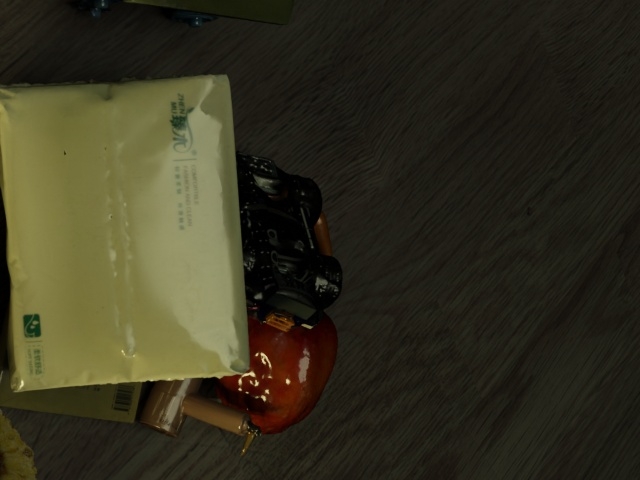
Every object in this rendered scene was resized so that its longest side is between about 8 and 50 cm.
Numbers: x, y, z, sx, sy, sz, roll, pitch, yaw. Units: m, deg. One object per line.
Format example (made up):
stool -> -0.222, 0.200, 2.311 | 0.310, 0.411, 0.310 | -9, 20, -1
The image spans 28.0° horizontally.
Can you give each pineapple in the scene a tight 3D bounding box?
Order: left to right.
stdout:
pineapple -> -0.424, 0.267, 1.573 | 0.221, 0.047, 0.221 | 51, 17, -22

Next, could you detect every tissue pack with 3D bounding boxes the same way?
tissue pack -> -0.252, -0.015, 1.600 | 0.297, 0.207, 0.380 | -6, 93, -13

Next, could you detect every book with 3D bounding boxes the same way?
book -> -0.334, 0.159, 1.741 | 0.231, 0.026, 0.161 | 17, 82, -45

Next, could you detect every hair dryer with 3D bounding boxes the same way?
hair dryer -> -0.159, 0.237, 1.819 | 0.117, 0.182, 0.064 | -66, 156, -16

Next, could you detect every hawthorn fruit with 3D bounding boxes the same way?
hawthorn fruit -> -0.073, 0.195, 1.888 | 0.189, 0.189, 0.251 | 24, 73, -44

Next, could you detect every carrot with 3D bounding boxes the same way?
carrot -> 0.000, 0.000, 2.046 | 0.035, 0.035, 0.142 | -34, 122, -37

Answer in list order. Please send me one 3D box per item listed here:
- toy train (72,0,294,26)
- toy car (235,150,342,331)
toy train -> -0.190, -0.356, 1.693 | 0.300, 0.202, 0.131 | -1, 95, -44
toy car -> -0.081, -0.001, 1.817 | 0.193, 0.118, 0.301 | 24, 38, -37
